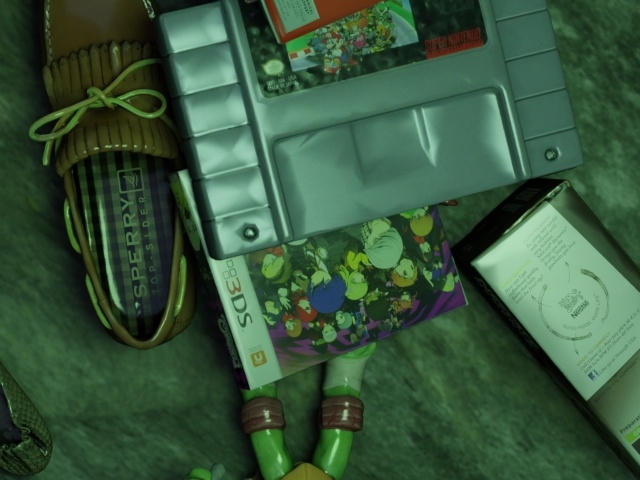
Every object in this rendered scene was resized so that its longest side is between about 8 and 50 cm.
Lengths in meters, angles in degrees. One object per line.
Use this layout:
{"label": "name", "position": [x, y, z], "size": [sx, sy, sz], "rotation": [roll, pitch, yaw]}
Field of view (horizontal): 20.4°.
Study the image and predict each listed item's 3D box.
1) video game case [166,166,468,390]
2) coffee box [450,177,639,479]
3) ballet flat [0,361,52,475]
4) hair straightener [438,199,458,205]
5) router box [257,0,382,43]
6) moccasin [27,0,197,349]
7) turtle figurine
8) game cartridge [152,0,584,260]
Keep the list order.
{"label": "video game case", "position": [0.000, 0.000, 1.627], "size": [0.232, 0.042, 0.210], "rotation": [-20, 96, -20]}
{"label": "coffee box", "position": [0.263, 0.089, 1.660], "size": [0.119, 0.168, 0.297], "rotation": [-40, 95, 0]}
{"label": "ballet flat", "position": [-0.344, 0.124, 1.684], "size": [0.084, 0.058, 0.250], "rotation": [-38, 95, -1]}
{"label": "hair straightener", "position": [0.011, -0.029, 1.696], "size": [0.230, 0.047, 0.089], "rotation": [15, 93, -9]}
{"label": "router box", "position": [0.044, -0.346, 1.551], "size": [0.301, 0.335, 0.082], "rotation": [-24, 133, -2]}
{"label": "moccasin", "position": [-0.191, -0.087, 1.634], "size": [0.139, 0.147, 0.380], "rotation": [-3, 94, -2]}
{"label": "turtle figurine", "position": [-0.017, 0.214, 1.621], "size": [0.198, 0.275, 0.266], "rotation": [-12, 69, 29]}
{"label": "game cartridge", "position": [0.046, -0.135, 1.580], "size": [0.355, 0.068, 0.230], "rotation": [-15, 98, -15]}
